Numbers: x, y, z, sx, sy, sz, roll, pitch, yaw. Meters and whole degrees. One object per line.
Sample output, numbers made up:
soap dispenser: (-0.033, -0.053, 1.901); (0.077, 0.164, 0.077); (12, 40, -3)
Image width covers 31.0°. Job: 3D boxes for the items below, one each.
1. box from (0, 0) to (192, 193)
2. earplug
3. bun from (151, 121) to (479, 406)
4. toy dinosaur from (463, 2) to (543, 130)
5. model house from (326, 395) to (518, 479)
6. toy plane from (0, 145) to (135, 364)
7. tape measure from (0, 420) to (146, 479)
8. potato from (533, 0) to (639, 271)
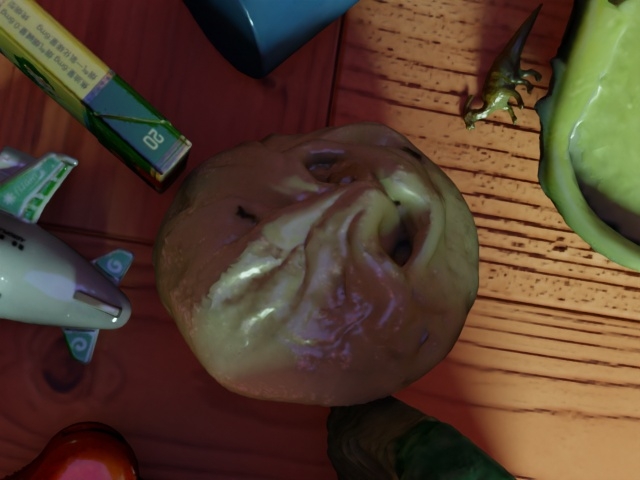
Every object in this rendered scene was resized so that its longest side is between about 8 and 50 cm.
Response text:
box: (-0.185, -0.124, 0.777); (0.235, 0.132, 0.034); (42, 82, -5)
earplug: (0.027, -0.244, 0.822); (0.273, 0.132, 0.132); (-37, 93, -12)
bun: (0.000, 0.000, 0.758); (0.231, 0.231, 0.133); (-8, 132, -9)
toy dinosaur: (0.149, -0.127, 0.879); (0.041, 0.026, 0.113); (35, 92, 12)
model house: (0.014, 0.278, 0.712); (0.194, 0.267, 0.325); (41, 83, -8)
toy plane: (-0.211, 0.019, 0.792); (0.174, 0.080, 0.174); (0, 85, -3)
tape measure: (-0.175, 0.268, 0.770); (0.253, 0.114, 0.260); (-38, 97, -9)
potato: (0.310, -0.104, 0.835); (0.330, 0.213, 0.280); (37, 108, 16)
